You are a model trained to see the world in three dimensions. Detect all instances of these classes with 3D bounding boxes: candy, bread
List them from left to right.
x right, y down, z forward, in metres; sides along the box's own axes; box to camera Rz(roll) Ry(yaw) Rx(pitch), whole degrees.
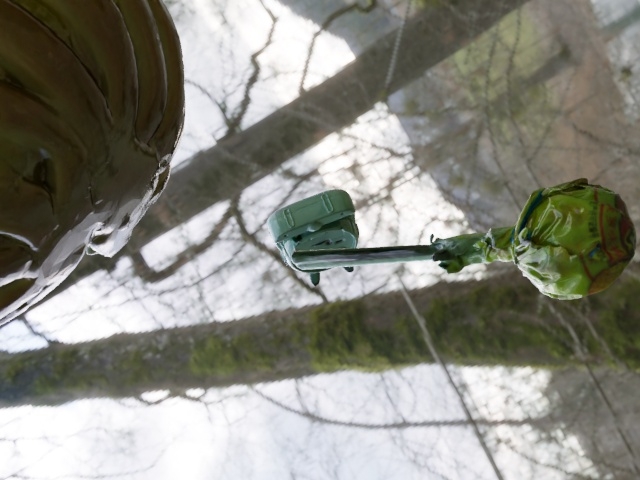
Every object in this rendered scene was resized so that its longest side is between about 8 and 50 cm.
[{"bbox_3d":[-0.207,-0.058,0.663,0.160,0.333,0.333,39,-169,8],"label":"bread"},{"bbox_3d":[0.094,0.007,0.704,0.073,0.262,0.077,62,-144,-37],"label":"candy"}]

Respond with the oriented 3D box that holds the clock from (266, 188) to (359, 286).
[{"bbox_3d":[0.000,0.000,1.117,0.135,0.101,0.041,67,180,-56],"label":"clock"}]
